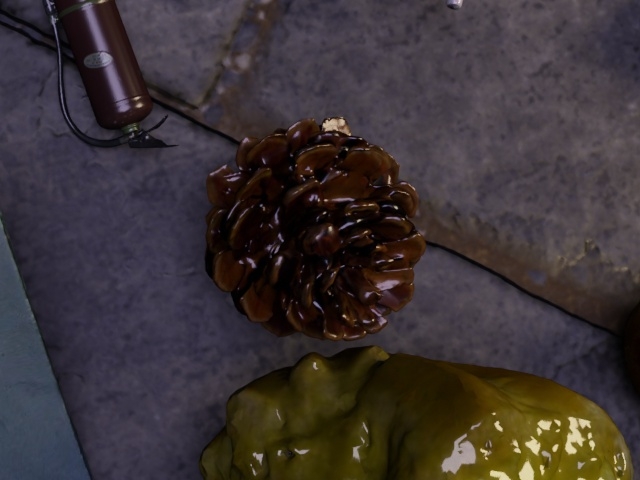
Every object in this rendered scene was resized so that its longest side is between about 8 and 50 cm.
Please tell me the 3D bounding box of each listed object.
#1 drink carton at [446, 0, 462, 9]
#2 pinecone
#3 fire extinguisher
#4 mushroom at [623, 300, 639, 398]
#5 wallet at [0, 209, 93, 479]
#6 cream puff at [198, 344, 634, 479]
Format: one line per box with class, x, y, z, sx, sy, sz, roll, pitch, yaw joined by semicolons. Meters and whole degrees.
drink carton;0.115;-0.270;0.989;0.074;0.084;0.200;24;83;25
pinecone;0.000;0.000;0.920;0.173;0.173;0.174;0;87;-8
fire extinguisher;-0.164;-0.130;0.964;0.078;0.045;0.157;-20;91;19
mushroom;0.311;0.089;1.004;0.170;0.080;0.135;32;96;-6
wallet;-0.298;0.104;0.857;0.251;0.054;0.290;-19;121;-15
cream puff;0.034;0.208;0.842;0.378;0.378;0.276;-28;91;-9
